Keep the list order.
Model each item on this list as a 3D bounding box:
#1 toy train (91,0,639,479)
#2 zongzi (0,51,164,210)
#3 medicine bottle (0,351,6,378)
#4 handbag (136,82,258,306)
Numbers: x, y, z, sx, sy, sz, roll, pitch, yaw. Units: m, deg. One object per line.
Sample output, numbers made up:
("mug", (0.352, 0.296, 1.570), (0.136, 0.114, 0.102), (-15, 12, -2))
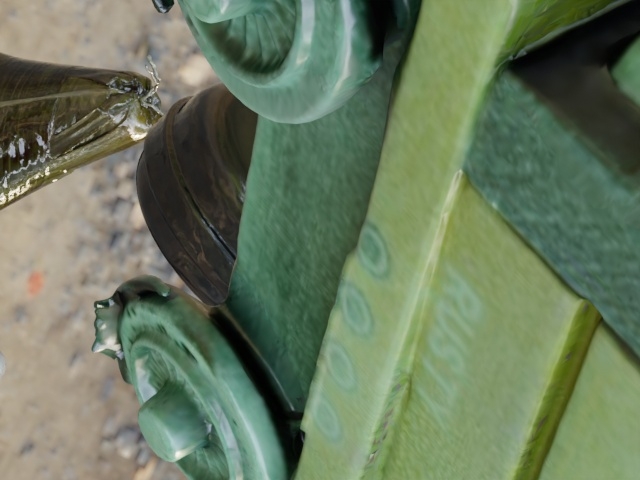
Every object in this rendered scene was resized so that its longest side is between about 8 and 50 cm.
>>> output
("toy train", (0.059, 0.020, 0.542), (0.160, 0.253, 0.397), (-24, 149, -27))
("zongzi", (-0.283, -0.070, 1.783), (0.111, 0.247, 0.241), (42, 60, -58))
("medicine bottle", (-0.439, 0.153, 1.604), (0.288, 0.157, 0.157), (-42, 148, -10))
("handbag", (0.001, -0.001, 1.341), (0.308, 0.254, 0.093), (24, 121, -37))
